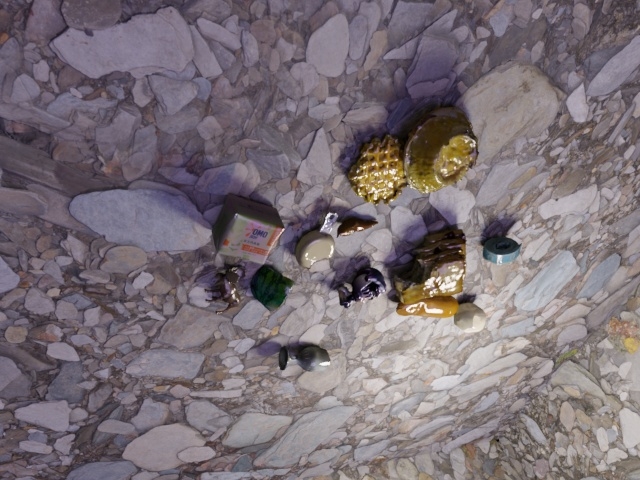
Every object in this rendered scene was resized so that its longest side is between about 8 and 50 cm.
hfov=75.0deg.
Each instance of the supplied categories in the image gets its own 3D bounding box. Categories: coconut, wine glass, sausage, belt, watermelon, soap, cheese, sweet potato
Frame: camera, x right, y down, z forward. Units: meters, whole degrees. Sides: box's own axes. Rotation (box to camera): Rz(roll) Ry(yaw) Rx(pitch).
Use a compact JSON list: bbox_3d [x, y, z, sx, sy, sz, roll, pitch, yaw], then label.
[{"bbox_3d":[0.804,0.420,2.260,0.162,0.161,0.161,2,126,-33],"label":"coconut"},{"bbox_3d":[-0.079,0.585,2.061,0.241,0.126,0.127,10,122,-27],"label":"wine glass"},{"bbox_3d":[0.528,0.326,2.103,0.353,0.116,0.134,7,138,-23],"label":"sausage"},{"bbox_3d":[0.862,0.043,1.994,0.163,0.147,0.082,-32,136,-34],"label":"belt"},{"bbox_3d":[-0.222,0.202,1.719,0.146,0.128,0.231,29,116,-17],"label":"watermelon"},{"bbox_3d":[-0.258,-0.038,1.477,0.199,0.138,0.182,17,118,-31],"label":"soap"},{"bbox_3d":[-0.017,-0.004,1.646,0.163,0.071,0.249,-9,130,-17],"label":"cheese"},{"bbox_3d":[0.140,-0.062,1.676,0.226,0.068,0.068,-17,134,-33],"label":"sweet potato"}]

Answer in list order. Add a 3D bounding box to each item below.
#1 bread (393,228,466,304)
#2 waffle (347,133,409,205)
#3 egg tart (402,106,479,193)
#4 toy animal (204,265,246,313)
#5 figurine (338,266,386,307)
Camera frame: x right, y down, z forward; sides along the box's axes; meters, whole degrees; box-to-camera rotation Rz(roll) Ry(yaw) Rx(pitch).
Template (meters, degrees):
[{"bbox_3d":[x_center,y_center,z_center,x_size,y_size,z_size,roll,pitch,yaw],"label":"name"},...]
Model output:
[{"bbox_3d":[0.514,0.142,1.900,0.369,0.192,0.314,-21,132,-3],"label":"bread"},{"bbox_3d":[0.234,-0.254,1.554,0.280,0.060,0.262,26,114,-36],"label":"waffle"},{"bbox_3d":[0.451,-0.312,1.515,0.345,0.132,0.346,-16,127,-22],"label":"egg tart"},{"bbox_3d":[-0.367,0.188,1.658,0.185,0.094,0.214,-21,139,1],"label":"toy animal"},{"bbox_3d":[0.185,0.211,1.877,0.222,0.145,0.145,-25,133,13],"label":"figurine"}]
